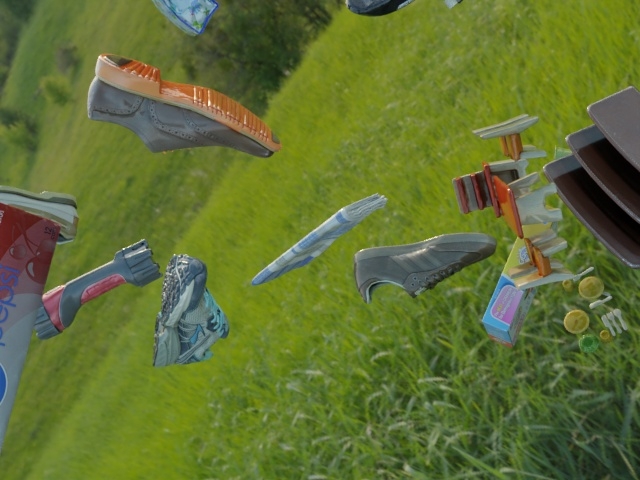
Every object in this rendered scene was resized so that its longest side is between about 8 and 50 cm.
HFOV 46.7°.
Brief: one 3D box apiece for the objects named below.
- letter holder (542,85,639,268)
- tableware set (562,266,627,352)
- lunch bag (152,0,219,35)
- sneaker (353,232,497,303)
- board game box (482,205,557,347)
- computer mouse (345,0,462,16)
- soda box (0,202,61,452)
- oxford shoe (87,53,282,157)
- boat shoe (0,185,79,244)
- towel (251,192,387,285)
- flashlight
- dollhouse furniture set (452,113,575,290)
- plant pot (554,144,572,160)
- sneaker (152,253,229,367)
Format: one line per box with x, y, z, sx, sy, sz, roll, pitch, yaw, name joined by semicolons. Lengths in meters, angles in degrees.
0.603;-0.123;1.445;0.214;0.152;0.302;-23;55;-11;letter holder
0.514;0.135;1.424;0.104;0.024;0.154;-32;52;19;tableware set
-0.302;-0.510;1.570;0.096;0.151;0.129;-59;20;1;lunch bag
0.135;0.038;0.954;0.188;0.066;0.071;-10;73;20;sneaker
0.497;0.091;1.828;0.064;0.242;0.317;21;80;22;board game box
0.188;-0.471;1.395;0.262;0.060;0.184;-33;58;4;computer mouse
-0.324;0.098;0.684;0.092;0.083;0.264;-22;54;46;soda box
-0.251;-0.219;1.382;0.130;0.363;0.133;-97;31;-66;oxford shoe
-0.667;-0.049;1.608;0.113;0.302;0.103;-29;69;44;boat shoe
0.000;0.000;1.572;0.285;0.209;0.034;-37;84;29;towel
-0.510;0.117;1.682;0.304;0.103;0.103;-25;53;-8;flashlight
0.308;-0.068;1.251;0.135;0.262;0.259;-15;11;8;dollhouse furniture set
0.655;-0.207;1.946;0.079;0.083;0.083;4;62;15;plant pot
-0.213;0.120;1.275;0.283;0.122;0.110;116;153;-49;sneaker
